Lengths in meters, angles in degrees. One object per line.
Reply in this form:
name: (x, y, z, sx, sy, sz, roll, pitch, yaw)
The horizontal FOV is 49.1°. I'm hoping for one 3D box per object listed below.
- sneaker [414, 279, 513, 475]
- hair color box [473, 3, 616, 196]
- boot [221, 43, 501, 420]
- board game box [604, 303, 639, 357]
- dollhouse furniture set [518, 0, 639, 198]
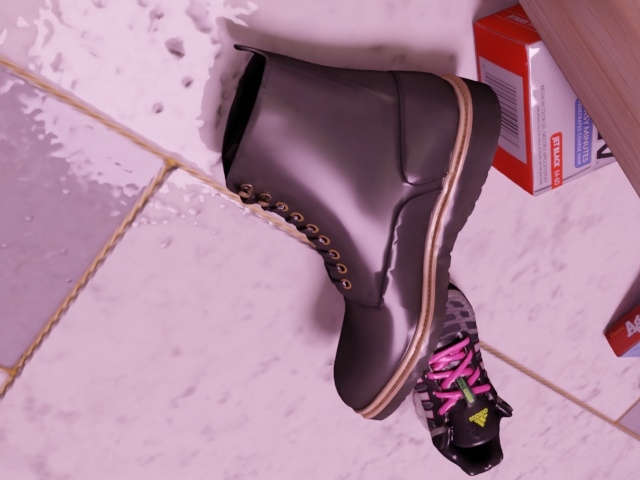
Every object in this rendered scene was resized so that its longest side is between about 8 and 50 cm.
sneaker: (0.092, 0.096, 0.468, 0.063, 0.075, 0.170, -25, 128, -8)
hair color box: (0.175, -0.102, 0.392, 0.167, 0.053, 0.093, -24, 127, -10)
boot: (0.000, 0.000, 0.375, 0.137, 0.077, 0.198, 7, 105, -23)
board game box: (0.347, 0.001, 0.492, 0.145, 0.027, 0.281, 5, 140, -26)
dollhouse furniture set: (0.254, -0.148, 0.161, 0.256, 0.394, 0.362, -33, 92, -9)
